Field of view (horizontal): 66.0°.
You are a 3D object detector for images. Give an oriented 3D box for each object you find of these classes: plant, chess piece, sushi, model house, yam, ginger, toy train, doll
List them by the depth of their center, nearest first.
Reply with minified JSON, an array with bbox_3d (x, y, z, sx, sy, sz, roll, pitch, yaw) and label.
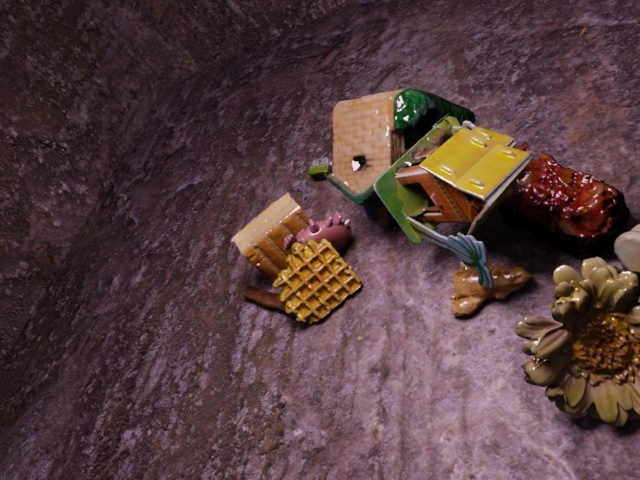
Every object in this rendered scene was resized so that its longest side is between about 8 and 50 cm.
[{"bbox_3d":[0.543,0.192,0.917,0.261,0.297,0.305,26,109,42],"label":"plant"},{"bbox_3d":[0.762,-0.020,1.034,0.243,0.133,0.133,-34,40,-5],"label":"chess piece"},{"bbox_3d":[0.375,-0.103,1.136,0.300,0.340,0.324,-42,15,-14],"label":"model house"},{"bbox_3d":[0.568,-0.106,1.201,0.196,0.182,0.343,-43,43,-7],"label":"sushi"},{"bbox_3d":[0.401,0.102,1.209,0.205,0.081,0.115,-29,35,19],"label":"ginger"},{"bbox_3d":[0.229,-0.215,1.425,0.335,0.382,0.342,1,90,37],"label":"model house"},{"bbox_3d":[0.000,0.000,1.498,0.093,0.262,0.211,60,139,31],"label":"doll"},{"bbox_3d":[-0.161,0.187,1.568,0.241,0.057,0.056,12,61,42],"label":"yam"},{"bbox_3d":[0.045,-0.271,1.837,0.202,0.060,0.081,-5,57,33],"label":"toy train"}]

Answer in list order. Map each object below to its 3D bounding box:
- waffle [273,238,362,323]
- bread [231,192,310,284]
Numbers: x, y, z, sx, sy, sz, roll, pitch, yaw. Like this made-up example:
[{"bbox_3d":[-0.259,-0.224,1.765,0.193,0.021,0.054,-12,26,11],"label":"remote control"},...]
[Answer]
[{"bbox_3d":[-0.030,0.110,1.416,0.229,0.219,0.057,-39,13,-2],"label":"waffle"},{"bbox_3d":[-0.125,0.005,1.575,0.239,0.246,0.111,-39,51,1],"label":"bread"}]
